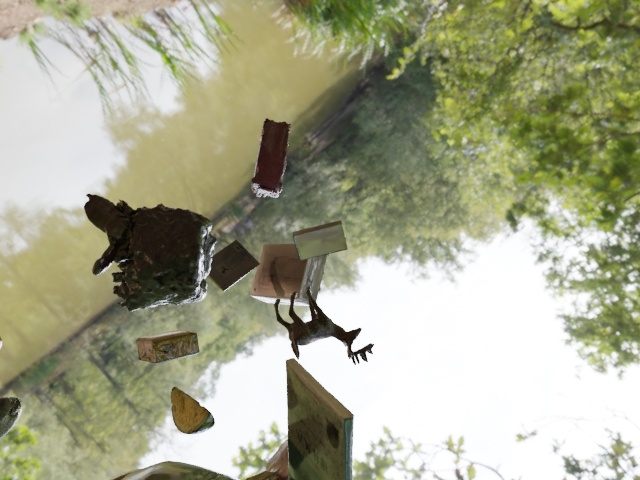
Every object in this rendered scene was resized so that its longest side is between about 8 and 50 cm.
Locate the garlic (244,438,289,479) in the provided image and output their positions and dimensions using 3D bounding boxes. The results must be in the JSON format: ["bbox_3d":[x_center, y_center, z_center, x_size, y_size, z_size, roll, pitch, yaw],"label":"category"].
[{"bbox_3d":[-0.111,0.689,1.740,0.253,0.245,0.245,10,159,-27],"label":"garlic"}]

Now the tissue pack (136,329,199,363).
[{"bbox_3d":[-0.502,0.346,1.985,0.120,0.082,0.169,-1,-177,43],"label":"tissue pack"}]

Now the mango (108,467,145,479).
[{"bbox_3d":[-0.557,0.750,1.772,0.113,0.139,0.253,7,179,35],"label":"mango"}]

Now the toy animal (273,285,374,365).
[{"bbox_3d":[0.004,0.255,1.676,0.243,0.260,0.087,-17,161,-33],"label":"toy animal"}]

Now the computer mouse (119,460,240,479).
[{"bbox_3d":[-0.202,0.421,0.903,0.228,0.146,0.429,-5,145,5],"label":"computer mouse"}]

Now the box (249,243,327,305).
[{"bbox_3d":[-0.110,0.119,2.126,0.251,0.106,0.203,-1,-111,42],"label":"box"}]

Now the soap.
[{"bbox_3d":[-0.175,-0.268,2.089,0.289,0.112,0.182,-85,-175,-45],"label":"soap"}]

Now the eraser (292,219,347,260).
[{"bbox_3d":[0.000,0.000,1.777,0.150,0.104,0.023,-14,-140,2],"label":"eraser"}]

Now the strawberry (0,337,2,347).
[{"bbox_3d":[-0.752,0.220,1.287,0.131,0.131,0.148,-41,-176,-26],"label":"strawberry"}]

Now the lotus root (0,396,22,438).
[{"bbox_3d":[-0.863,0.483,1.599,0.165,0.088,0.088,-51,-171,-16],"label":"lotus root"}]

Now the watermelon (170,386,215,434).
[{"bbox_3d":[-0.331,0.464,1.599,0.181,0.075,0.092,12,-99,45],"label":"watermelon"}]

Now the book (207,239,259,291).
[{"bbox_3d":[-0.313,0.085,2.080,0.181,0.127,0.014,-39,169,-37],"label":"book"}]

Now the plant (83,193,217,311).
[{"bbox_3d":[-0.321,0.028,1.148,0.204,0.233,0.178,101,-9,-53],"label":"plant"}]

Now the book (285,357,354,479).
[{"bbox_3d":[-0.004,0.464,1.241,0.031,0.380,0.264,-9,-162,-26],"label":"book"}]
